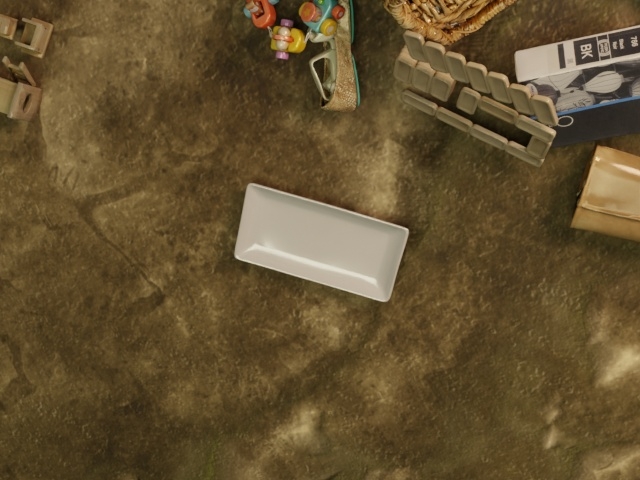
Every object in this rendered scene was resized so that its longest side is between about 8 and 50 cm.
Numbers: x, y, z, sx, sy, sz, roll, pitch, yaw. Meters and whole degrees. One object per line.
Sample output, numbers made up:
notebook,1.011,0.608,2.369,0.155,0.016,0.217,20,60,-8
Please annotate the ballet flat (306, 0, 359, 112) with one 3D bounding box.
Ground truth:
ballet flat,0.015,-0.282,1.497,0.067,0.073,0.206,-14,114,-15

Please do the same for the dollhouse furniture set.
dollhouse furniture set,-0.532,-0.296,1.631,0.182,0.101,0.161,20,94,3

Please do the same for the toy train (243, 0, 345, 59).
toy train,-0.045,-0.331,1.464,0.166,0.046,0.125,-17,82,35

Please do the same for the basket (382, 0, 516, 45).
basket,0.209,-0.391,1.322,0.299,0.213,0.223,-31,105,25

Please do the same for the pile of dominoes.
pile of dominoes,0.224,-0.210,1.446,0.251,0.040,0.196,27,163,8

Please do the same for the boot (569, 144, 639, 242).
boot,0.505,0.000,1.525,0.269,0.089,0.236,15,108,5

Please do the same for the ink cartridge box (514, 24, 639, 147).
ink cartridge box,0.445,-0.220,1.395,0.332,0.065,0.165,-11,145,18

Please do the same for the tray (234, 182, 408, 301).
tray,0.000,0.000,1.669,0.270,0.030,0.145,16,118,5
